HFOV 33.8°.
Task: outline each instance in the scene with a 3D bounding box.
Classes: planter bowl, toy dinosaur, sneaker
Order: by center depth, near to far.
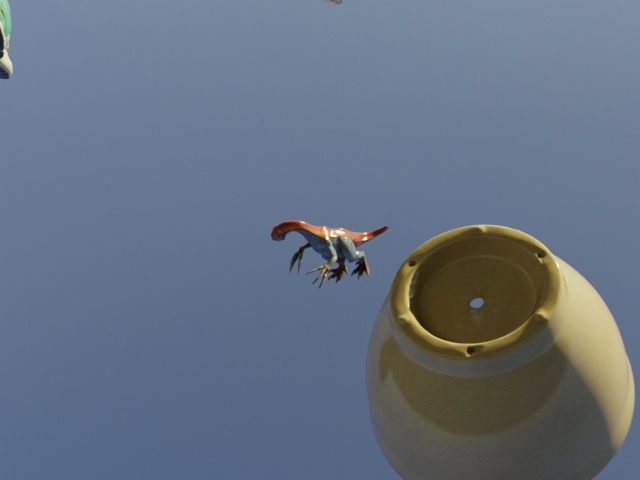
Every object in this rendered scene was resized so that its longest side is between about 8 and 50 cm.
[{"bbox_3d":[0.098,0.060,0.614,0.162,0.109,0.162,-9,-133,10],"label":"planter bowl"},{"bbox_3d":[0.000,0.000,0.787,0.047,0.082,0.090,1,-128,39],"label":"toy dinosaur"},{"bbox_3d":[-0.462,-0.296,1.399,0.107,0.275,0.109,9,-96,-12],"label":"sneaker"}]

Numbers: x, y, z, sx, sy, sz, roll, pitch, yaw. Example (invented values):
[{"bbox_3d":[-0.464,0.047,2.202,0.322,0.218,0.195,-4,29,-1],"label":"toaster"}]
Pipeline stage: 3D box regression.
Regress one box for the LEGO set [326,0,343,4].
[{"bbox_3d":[-0.042,-0.392,1.243,0.244,0.060,0.182,27,-77,43],"label":"LEGO set"}]
